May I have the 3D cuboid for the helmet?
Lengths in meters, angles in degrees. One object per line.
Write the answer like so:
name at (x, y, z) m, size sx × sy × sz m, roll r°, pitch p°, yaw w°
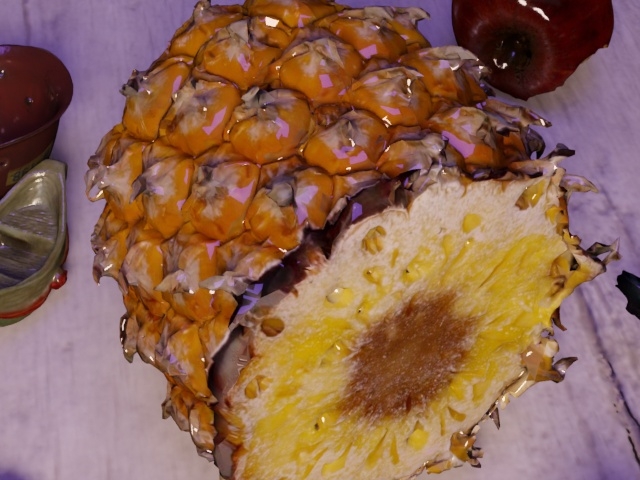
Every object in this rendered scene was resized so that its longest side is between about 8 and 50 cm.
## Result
helmet at (-0.294, -0.090, 0.997) m, size 0.155 × 0.106 × 0.175 m, roll 19°, pitch 45°, yaw 12°

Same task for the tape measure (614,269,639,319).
tape measure at (0.426, 0.081, 0.922) m, size 0.351 × 0.098 × 0.215 m, roll 33°, pitch 55°, yaw 19°

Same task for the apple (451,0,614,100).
apple at (0.219, -0.238, 1.166) m, size 0.156 × 0.147 × 0.158 m, roll 7°, pitch 43°, yaw 29°

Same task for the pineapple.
pineapple at (0.002, -0.002, 0.816) m, size 0.352 × 0.352 × 0.300 m, roll -14°, pitch 41°, yaw -18°

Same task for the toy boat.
toy boat at (-0.249, 0.013, 0.932) m, size 0.089 × 0.071 × 0.185 m, roll 15°, pitch 47°, yaw 8°
